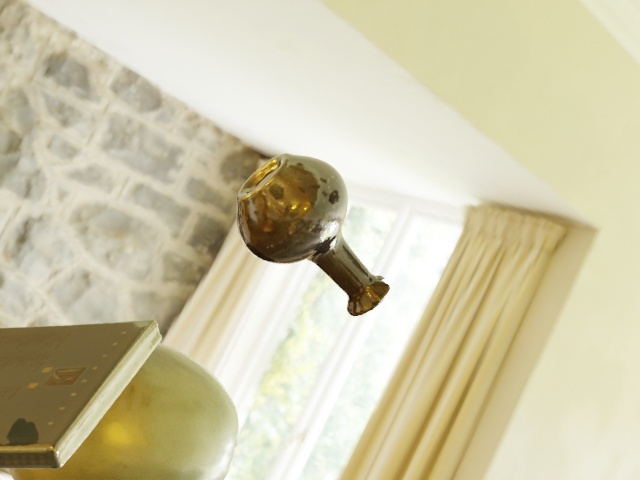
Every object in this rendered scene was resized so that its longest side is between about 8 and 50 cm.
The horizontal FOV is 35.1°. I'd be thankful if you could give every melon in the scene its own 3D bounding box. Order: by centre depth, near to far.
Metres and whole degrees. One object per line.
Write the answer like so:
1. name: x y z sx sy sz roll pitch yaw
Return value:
1. melon: -0.262 0.245 1.311 0.308 0.271 0.272 -3 8 -27

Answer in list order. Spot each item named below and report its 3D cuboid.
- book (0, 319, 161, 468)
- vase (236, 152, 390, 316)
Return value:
1. book: -0.290 0.125 0.842 0.269 0.025 0.191 -4 24 17
2. vase: 0.000 0.000 1.024 0.183 0.120 0.120 47 -13 -18
